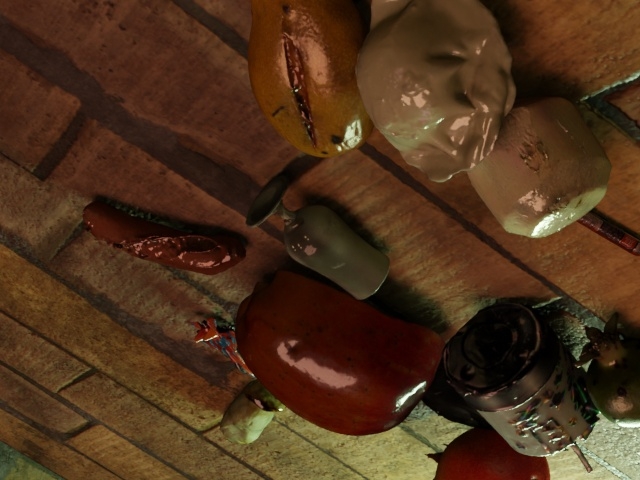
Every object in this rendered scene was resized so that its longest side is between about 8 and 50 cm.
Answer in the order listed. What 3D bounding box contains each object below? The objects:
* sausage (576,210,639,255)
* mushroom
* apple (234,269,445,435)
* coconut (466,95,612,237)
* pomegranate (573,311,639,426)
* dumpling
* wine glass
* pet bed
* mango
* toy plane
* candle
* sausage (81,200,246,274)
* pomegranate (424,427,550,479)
[{"bbox_3d":[0.375,-0.029,1.474,0.198,0.025,0.028,29,116,-7],"label":"sausage"},{"bbox_3d":[-0.160,0.394,2.407,0.100,0.081,0.312,33,149,-1],"label":"mushroom"},{"bbox_3d":[0.027,0.188,1.906,0.365,0.295,0.328,30,117,-11],"label":"apple"},{"bbox_3d":[0.261,-0.103,1.322,0.183,0.171,0.171,59,154,20],"label":"coconut"},{"bbox_3d":[0.465,0.207,1.653,0.169,0.148,0.148,41,146,-5],"label":"pomegranate"},{"bbox_3d":[0.140,-0.198,1.270,0.193,0.147,0.258,-9,100,43],"label":"dumpling"},{"bbox_3d":[0.000,0.000,1.704,0.231,0.103,0.103,37,146,-23],"label":"wine glass"},{"bbox_3d":[0.269,0.287,1.980,0.201,0.053,0.201,17,146,12],"label":"pet bed"},{"bbox_3d":[-0.014,-0.224,1.369,0.177,0.120,0.295,8,144,24],"label":"mango"},{"bbox_3d":[-0.184,0.219,2.189,0.130,0.061,0.189,-14,135,44],"label":"toy plane"},{"bbox_3d":[0.353,0.256,1.750,0.187,0.187,0.330,-9,135,43],"label":"candle"},{"bbox_3d":[-0.286,0.001,1.927,0.327,0.079,0.087,15,121,16],"label":"sausage"},{"bbox_3d":[0.316,0.460,2.052,0.257,0.221,0.221,13,150,50],"label":"pomegranate"}]
